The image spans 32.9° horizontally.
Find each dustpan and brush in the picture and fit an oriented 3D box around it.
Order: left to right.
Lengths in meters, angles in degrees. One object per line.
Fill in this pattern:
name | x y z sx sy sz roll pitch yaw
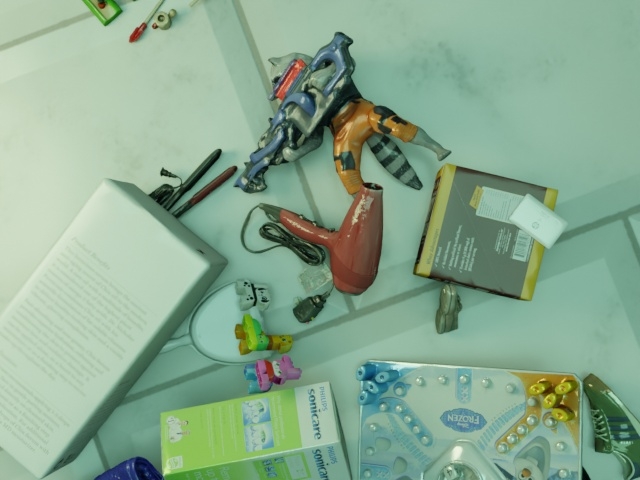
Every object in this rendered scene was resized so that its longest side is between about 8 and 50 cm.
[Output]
dustpan and brush | -0.203 0.163 1.880 0.211 0.060 0.147 -18 89 -6

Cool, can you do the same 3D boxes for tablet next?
tablet | 0.354 -0.031 1.758 0.083 0.006 0.054 37 89 3

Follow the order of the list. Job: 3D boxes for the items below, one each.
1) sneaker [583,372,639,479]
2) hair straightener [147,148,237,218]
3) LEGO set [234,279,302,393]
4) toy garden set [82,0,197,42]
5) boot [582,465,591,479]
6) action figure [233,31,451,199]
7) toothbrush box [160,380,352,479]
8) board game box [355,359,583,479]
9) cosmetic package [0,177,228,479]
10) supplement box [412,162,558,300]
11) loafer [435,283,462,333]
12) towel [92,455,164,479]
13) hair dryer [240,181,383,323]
sneaker | 0.495 0.325 1.839 0.086 0.064 0.192 -41 90 -5
hair straightener | -0.258 -0.084 1.897 0.230 0.047 0.089 -40 86 4
LEGO set | -0.082 0.174 1.803 0.093 0.087 0.227 0 44 -19
toy garden set | -0.295 -0.465 1.904 0.244 0.049 0.204 -41 87 0
boot | 0.436 0.444 1.766 0.094 0.207 0.246 -35 87 -2
action figure | 0.015 -0.178 1.861 0.330 0.178 0.341 51 120 9
toothbrush box | -0.100 0.355 1.776 0.283 0.206 0.122 -12 50 0
board game box | 0.227 0.401 1.766 0.390 0.050 0.389 0 87 29
cosmetic package | -0.389 0.143 1.808 0.230 0.161 0.453 39 95 6
supplement box | 0.274 -0.012 1.828 0.194 0.129 0.191 14 88 2
loafer | 0.222 0.114 1.838 0.039 0.125 0.045 -4 53 -8
towel | -0.349 0.506 1.806 0.308 0.076 0.227 -30 82 29
hair dryer | 0.000 0.000 1.798 0.293 0.080 0.223 -34 92 31
